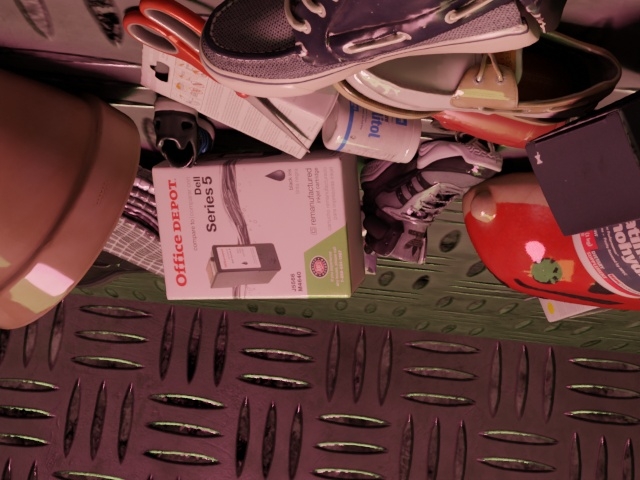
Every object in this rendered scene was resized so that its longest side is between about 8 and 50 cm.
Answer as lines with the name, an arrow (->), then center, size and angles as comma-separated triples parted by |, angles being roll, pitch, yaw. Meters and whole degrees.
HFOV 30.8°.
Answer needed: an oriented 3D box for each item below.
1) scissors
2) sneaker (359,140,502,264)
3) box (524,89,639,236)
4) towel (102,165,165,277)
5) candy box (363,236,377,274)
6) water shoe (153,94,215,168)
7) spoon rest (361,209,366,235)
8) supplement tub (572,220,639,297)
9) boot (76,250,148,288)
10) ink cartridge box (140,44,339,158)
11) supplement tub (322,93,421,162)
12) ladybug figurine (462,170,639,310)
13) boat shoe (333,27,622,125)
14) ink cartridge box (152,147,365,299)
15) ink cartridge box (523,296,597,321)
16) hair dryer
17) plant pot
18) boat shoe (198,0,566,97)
scissors -> -0.089, -0.173, 1.262 | 0.297, 0.021, 0.109 | 34, 156, -32
sneaker -> 0.149, -0.046, 1.616 | 0.101, 0.153, 0.269 | 13, 167, -33
box -> 0.337, -0.098, 1.152 | 0.207, 0.108, 0.153 | -25, -177, -25
towel -> -0.266, -0.025, 1.838 | 0.284, 0.121, 0.235 | 26, 167, -14
candy box -> -0.006, 0.014, 2.211 | 0.196, 0.070, 0.165 | 2, 168, 21
water shoe -> -0.190, -0.132, 1.552 | 0.073, 0.080, 0.203 | 5, 169, 7
spoon rest -> 0.000, 0.000, 1.960 | 0.137, 0.084, 0.276 | -25, 168, 40
supplement tub -> 0.455, -0.034, 1.417 | 0.191, 0.191, 0.272 | 11, 168, -22
boot -> -0.510, -0.027, 2.076 | 0.367, 0.146, 0.445 | -12, 164, 34
ink cartridge box -> -0.100, -0.183, 1.381 | 0.225, 0.056, 0.181 | 26, 167, -5
supplement tub -> 0.062, -0.137, 1.420 | 0.107, 0.071, 0.071 | 9, 169, -18
ladybug figurine -> 0.398, 0.008, 1.708 | 0.450, 0.161, 0.305 | 10, 169, -28
boat shoe -> 0.153, -0.175, 1.112 | 0.302, 0.113, 0.103 | 0, 172, -30
ink cartridge box -> -0.085, -0.023, 1.637 | 0.273, 0.198, 0.115 | -2, -168, 14
ink cartridge box -> 0.557, 0.080, 2.039 | 0.304, 0.072, 0.307 | -12, 170, -15
hair dryer -> 0.186, -0.134, 1.344 | 0.224, 0.080, 0.293 | -1, 167, 34
plant pot -> -0.429, -0.091, 1.423 | 0.280, 0.323, 0.323 | 34, 154, -34
boat shoe -> 0.018, -0.217, 0.965 | 0.341, 0.127, 0.158 | -8, 157, 25
